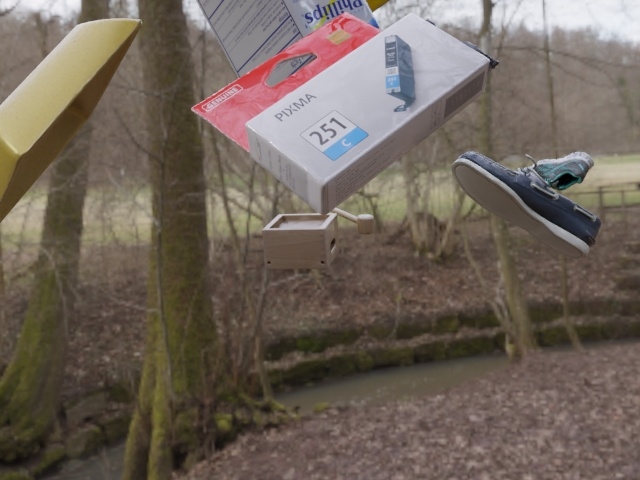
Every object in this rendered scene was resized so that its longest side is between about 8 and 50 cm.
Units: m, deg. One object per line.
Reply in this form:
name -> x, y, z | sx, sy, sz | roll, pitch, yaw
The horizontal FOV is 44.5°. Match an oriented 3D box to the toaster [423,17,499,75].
toaster -> 0.285, -0.390, 1.784 | 0.227, 0.146, 0.129 | 39, 13, 27

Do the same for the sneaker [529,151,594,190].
sneaker -> 0.515, -0.140, 1.721 | 0.166, 0.065, 0.076 | -21, 31, 47

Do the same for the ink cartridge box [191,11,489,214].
ink cartridge box -> 0.021, -0.199, 1.003 | 0.296, 0.066, 0.261 | -38, 60, -24

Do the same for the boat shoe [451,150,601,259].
boat shoe -> 0.318, -0.067, 1.197 | 0.254, 0.079, 0.095 | 32, -14, -2

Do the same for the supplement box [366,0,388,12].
supplement box -> 0.096, -0.625, 1.665 | 0.356, 0.195, 0.194 | -41, 33, -22

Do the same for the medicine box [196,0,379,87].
medicine box -> -0.077, -0.421, 1.383 | 0.149, 0.289, 0.263 | -31, 4, -29

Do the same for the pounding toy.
pounding toy -> 0.008, -0.003, 1.588 | 0.206, 0.094, 0.181 | 0, 16, 13

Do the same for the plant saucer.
plant saucer -> -0.448, -0.194, 1.257 | 0.081, 0.333, 0.333 | 37, -36, -13
